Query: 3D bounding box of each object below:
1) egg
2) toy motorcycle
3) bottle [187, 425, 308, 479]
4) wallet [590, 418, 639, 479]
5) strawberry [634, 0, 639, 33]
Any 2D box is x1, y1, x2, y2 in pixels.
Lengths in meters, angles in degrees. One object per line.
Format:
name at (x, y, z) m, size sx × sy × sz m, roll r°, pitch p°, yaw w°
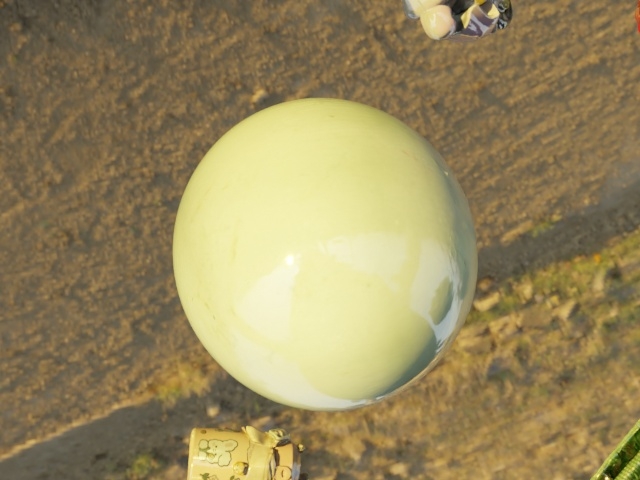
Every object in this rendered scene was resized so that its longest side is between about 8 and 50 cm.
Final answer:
egg at (0.000, 0.000, 0.717) m, size 0.230 × 0.230 × 0.371 m, roll -18°, pitch -166°, yaw 0°
toy motorcycle at (0.111, -0.264, 0.879) m, size 0.225 × 0.152 × 0.073 m, roll 40°, pitch 137°, yaw -26°
bottle at (-0.086, 0.276, 1.102) m, size 0.152 × 0.099 × 0.099 m, roll 4°, pitch 148°, yaw -4°
wallet at (0.205, 0.147, 0.364) m, size 0.236 × 0.055 × 0.160 m, roll 42°, pitch 83°, yaw -20°
strawberry at (0.391, -0.218, 0.799) m, size 0.184 × 0.201 × 0.187 m, roll -40°, pitch 171°, yaw -50°
